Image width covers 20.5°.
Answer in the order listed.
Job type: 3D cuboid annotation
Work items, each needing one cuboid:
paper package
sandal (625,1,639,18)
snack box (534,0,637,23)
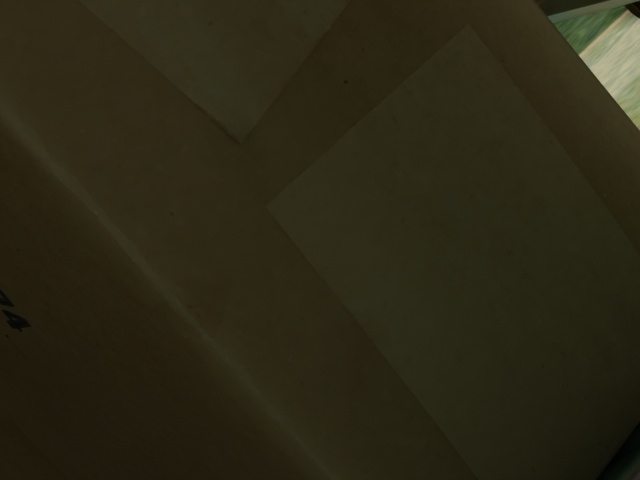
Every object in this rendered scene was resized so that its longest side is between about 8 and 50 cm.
[{"bbox_3d":[-0.068,-0.027,0.628,0.168,0.325,0.309,-47,12,-26],"label":"paper package"},{"bbox_3d":[0.185,-0.159,0.941,0.219,0.090,0.060,-91,7,-56],"label":"sandal"},{"bbox_3d":[0.134,-0.143,0.766,0.322,0.060,0.187,-14,13,2],"label":"snack box"}]
